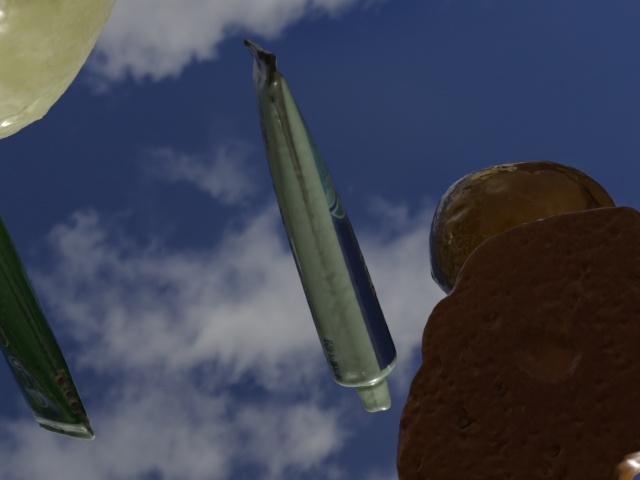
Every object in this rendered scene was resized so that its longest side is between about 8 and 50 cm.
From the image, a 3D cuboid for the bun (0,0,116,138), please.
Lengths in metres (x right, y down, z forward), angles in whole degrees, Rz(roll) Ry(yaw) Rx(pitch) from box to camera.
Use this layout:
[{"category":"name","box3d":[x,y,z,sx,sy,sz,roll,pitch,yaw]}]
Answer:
[{"category":"bun","box3d":[-0.289,-0.212,0.705,0.364,0.364,0.202,-6,-158,-24]}]

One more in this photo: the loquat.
[{"category":"loquat","box3d":[0.305,0.000,1.640,0.276,0.276,0.284,-7,-167,-24]}]

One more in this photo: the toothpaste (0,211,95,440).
[{"category":"toothpaste","box3d":[-0.338,0.048,1.155,0.098,0.392,0.061,3,-149,40]}]

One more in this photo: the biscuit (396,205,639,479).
[{"category":"biscuit","box3d":[0.258,0.159,1.244,0.349,0.078,0.455,18,-107,39]}]

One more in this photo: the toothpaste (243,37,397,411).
[{"category":"toothpaste","box3d":[0.000,-0.001,0.712,0.047,0.268,0.069,-10,-156,23]}]
